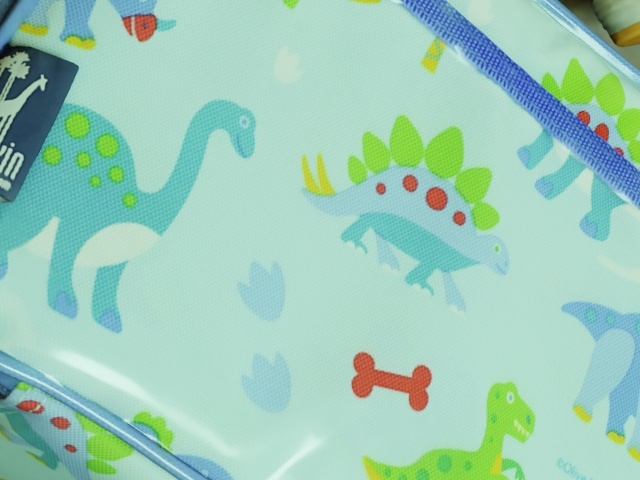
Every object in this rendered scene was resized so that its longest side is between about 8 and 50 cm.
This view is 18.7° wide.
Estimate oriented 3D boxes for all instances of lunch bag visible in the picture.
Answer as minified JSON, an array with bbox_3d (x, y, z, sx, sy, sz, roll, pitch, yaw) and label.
[{"bbox_3d":[0.000,0.000,0.465,0.219,0.090,0.176,39,60,-23],"label":"lunch bag"}]

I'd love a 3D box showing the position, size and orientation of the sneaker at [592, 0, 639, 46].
[{"bbox_3d":[0.164,-0.173,0.549,0.262,0.099,0.121,-36,92,0],"label":"sneaker"}]
